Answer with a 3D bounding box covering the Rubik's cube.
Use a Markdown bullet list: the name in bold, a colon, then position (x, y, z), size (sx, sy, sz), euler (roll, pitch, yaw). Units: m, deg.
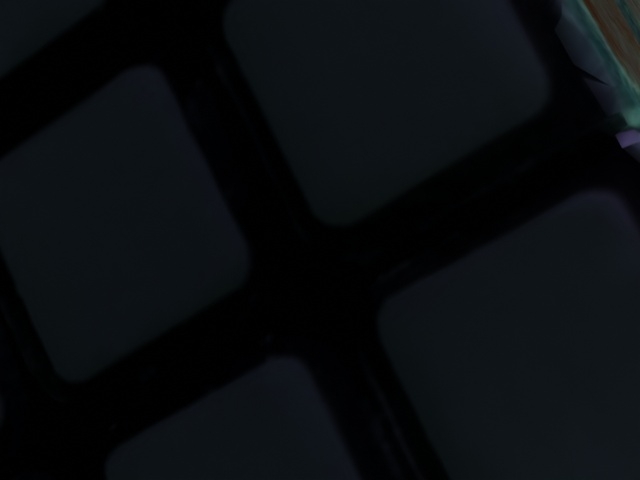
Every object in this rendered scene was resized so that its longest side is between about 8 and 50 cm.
- **Rubik's cube**: position (0.000, 0.000, 0.525), size (0.305, 0.301, 0.303), euler (5, 57, -64)
